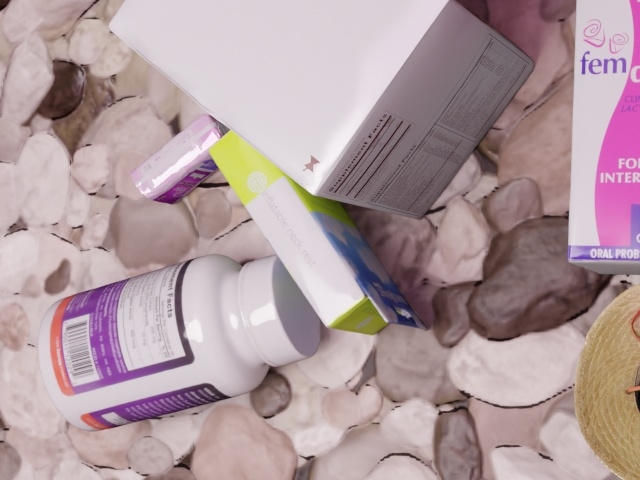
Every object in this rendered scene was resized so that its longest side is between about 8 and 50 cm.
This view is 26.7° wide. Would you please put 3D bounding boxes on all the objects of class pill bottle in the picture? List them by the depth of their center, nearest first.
[{"bbox_3d":[-0.103,0.072,1.008,0.193,0.108,0.108,-16,80,21],"label":"pill bottle"}]

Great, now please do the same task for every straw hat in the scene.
[{"bbox_3d":[0.239,0.101,0.886,0.144,0.061,0.144,-8,67,19],"label":"straw hat"}]

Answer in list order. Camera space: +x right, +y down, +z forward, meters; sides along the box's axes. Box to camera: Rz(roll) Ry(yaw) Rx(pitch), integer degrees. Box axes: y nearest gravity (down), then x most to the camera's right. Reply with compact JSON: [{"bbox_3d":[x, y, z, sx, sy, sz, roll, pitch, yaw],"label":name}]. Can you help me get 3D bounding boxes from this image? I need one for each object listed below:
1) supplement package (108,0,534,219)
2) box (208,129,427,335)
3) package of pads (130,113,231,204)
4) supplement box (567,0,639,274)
[{"bbox_3d":[0.008,-0.134,0.925,0.194,0.203,0.149,40,101,20],"label":"supplement package"},{"bbox_3d":[0.000,0.000,0.969,0.042,0.109,0.178,-38,73,12],"label":"box"},{"bbox_3d":[-0.102,-0.063,1.049,0.083,0.050,0.032,-37,73,16],"label":"package of pads"},{"bbox_3d":[0.229,-0.090,0.878,0.111,0.114,0.220,0,84,24],"label":"supplement box"}]
